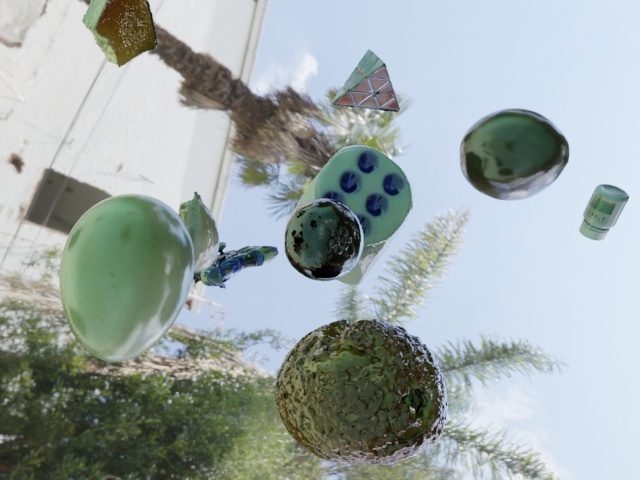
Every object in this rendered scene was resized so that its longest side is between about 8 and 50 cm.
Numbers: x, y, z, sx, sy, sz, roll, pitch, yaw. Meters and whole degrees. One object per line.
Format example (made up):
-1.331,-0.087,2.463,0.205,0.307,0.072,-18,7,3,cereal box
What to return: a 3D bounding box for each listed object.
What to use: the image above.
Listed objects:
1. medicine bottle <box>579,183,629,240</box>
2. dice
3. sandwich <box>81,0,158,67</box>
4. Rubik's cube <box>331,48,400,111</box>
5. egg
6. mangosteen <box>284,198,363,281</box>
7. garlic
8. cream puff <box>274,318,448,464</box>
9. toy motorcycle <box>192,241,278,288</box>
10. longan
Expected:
0.711,-0.070,1.332,0.080,0.080,0.130,44,-42,40,medicine bottle
0.085,-0.064,1.339,0.243,0.251,0.259,38,-114,9,dice
-0.416,-0.462,1.064,0.058,0.193,0.162,12,-139,21,sandwich
0.165,-0.484,1.573,0.211,0.190,0.178,-21,-124,40,Rubik's cube
-0.288,0.053,0.790,0.189,0.189,0.253,-8,-108,35,egg
0.000,0.000,0.941,0.153,0.152,0.152,-15,-116,33,mangosteen
-0.273,-0.001,1.153,0.101,0.087,0.195,35,-52,34,garlic
0.064,0.243,0.916,0.303,0.303,0.212,-5,-80,36,cream puff
-0.281,0.076,1.610,0.169,0.315,0.113,12,-62,53,toy motorcycle
0.445,-0.197,1.204,0.248,0.248,0.248,-15,-116,33,longan
